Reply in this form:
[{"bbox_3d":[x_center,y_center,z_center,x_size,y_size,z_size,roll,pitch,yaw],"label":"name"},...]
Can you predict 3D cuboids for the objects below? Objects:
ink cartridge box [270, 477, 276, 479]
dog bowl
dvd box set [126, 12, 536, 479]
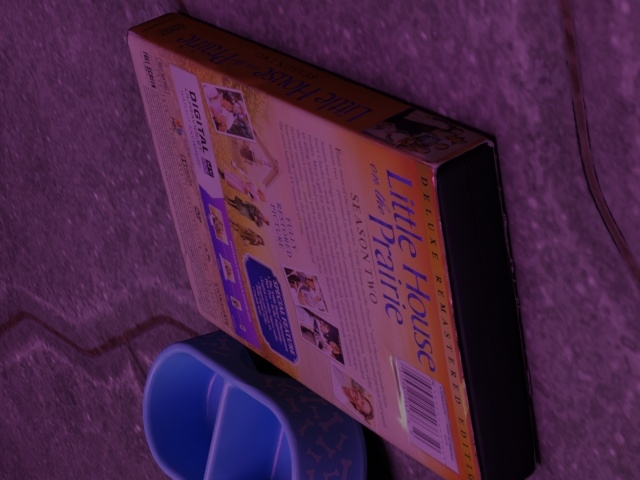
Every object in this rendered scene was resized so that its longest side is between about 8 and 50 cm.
[{"bbox_3d":[0.014,0.285,1.515,0.209,0.062,0.109,27,139,49],"label":"ink cartridge box"},{"bbox_3d":[-0.075,0.190,1.489,0.297,0.074,0.166,28,110,49],"label":"dog bowl"},{"bbox_3d":[0.000,0.000,1.262,0.420,0.062,0.307,28,138,48],"label":"dvd box set"}]
